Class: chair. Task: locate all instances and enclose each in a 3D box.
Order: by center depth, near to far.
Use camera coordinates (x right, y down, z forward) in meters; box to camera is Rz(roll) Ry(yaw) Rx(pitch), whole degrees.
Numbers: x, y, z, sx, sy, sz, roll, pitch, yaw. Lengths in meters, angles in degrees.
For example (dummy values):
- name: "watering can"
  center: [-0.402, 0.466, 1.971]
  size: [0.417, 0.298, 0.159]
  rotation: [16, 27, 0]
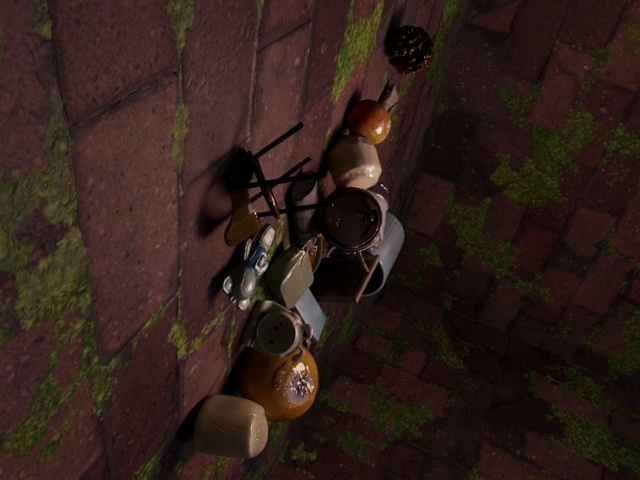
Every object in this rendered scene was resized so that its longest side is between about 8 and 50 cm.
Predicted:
- name: "chair"
  center: [-0.113, -0.109, 1.284]
  size: [0.247, 0.172, 0.158]
  rotation: [-21, 159, -3]

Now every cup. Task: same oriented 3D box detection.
- name: "cup"
  center: [0.079, -0.065, 1.864]
  size: [0.280, 0.196, 0.196]
  rotation: [-174, -72, -83]
- name: "cup"
  center: [0.191, 0.065, 2.494]
  size: [0.311, 0.257, 0.331]
  rotation: [-54, 159, -48]

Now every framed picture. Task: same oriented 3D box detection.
- name: "framed picture"
  center: [0.061, 0.138, 2.143]
  size: [0.020, 0.289, 0.211]
  rotation: [54, 51, -30]

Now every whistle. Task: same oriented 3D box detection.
- name: "whistle"
  center: [-0.176, 0.056, 1.475]
  size: [0.114, 0.077, 0.235]
  rotation: [55, 47, -41]

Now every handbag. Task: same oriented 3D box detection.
- name: "handbag"
  center: [-0.071, 0.087, 1.842]
  size: [0.219, 0.079, 0.256]
  rotation: [-49, 160, -18]

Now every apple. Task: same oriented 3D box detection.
- name: "apple"
  center: [0.156, -0.382, 1.886]
  size: [0.146, 0.146, 0.146]
  rotation: [-60, 165, -28]

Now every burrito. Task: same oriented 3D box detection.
- name: "burrito"
  center: [0.233, -0.474, 2.186]
  size: [0.226, 0.060, 0.087]
  rotation: [-63, 161, -12]

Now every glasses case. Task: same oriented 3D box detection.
- name: "glasses case"
  center: [-0.044, -0.080, 1.772]
  size: [0.114, 0.060, 0.299]
  rotation: [-58, 164, -26]
- name: "glasses case"
  center: [-0.058, 0.242, 2.053]
  size: [0.105, 0.056, 0.266]
  rotation: [-66, 147, -31]

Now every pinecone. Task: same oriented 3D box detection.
- name: "pinecone"
  center: [0.293, -0.641, 1.965]
  size: [0.173, 0.174, 0.173]
  rotation: [-60, 165, -28]

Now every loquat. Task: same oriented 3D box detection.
- name: "loquat"
  center: [-0.132, 0.438, 1.876]
  size: [0.263, 0.263, 0.263]
  rotation: [-60, 165, -28]

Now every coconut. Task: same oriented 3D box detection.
- name: "coconut"
  center: [0.106, -0.249, 1.867]
  size: [0.171, 0.171, 0.183]
  rotation: [72, 4, -70]

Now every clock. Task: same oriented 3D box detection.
- name: "clock"
  center: [-0.124, 0.274, 1.760]
  size: [0.062, 0.191, 0.151]
  rotation: [21, 91, -77]

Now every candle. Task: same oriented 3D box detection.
- name: "candle"
  center: [0.142, -0.050, 2.107]
  size: [0.187, 0.187, 0.330]
  rotation: [89, 10, -60]

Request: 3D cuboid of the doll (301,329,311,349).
- name: "doll"
  center: [-0.113, 0.387, 2.120]
  size: [0.234, 0.135, 0.143]
  rotation: [-40, 153, -70]

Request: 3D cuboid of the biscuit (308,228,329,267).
- name: "biscuit"
  center: [0.000, 0.000, 2.110]
  size: [0.226, 0.042, 0.226]
  rotation: [21, 90, -77]

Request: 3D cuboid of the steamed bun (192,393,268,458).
- name: "steamed bun"
  center: [-0.247, 0.523, 1.678]
  size: [0.250, 0.200, 0.154]
  rotation: [70, 28, -82]
